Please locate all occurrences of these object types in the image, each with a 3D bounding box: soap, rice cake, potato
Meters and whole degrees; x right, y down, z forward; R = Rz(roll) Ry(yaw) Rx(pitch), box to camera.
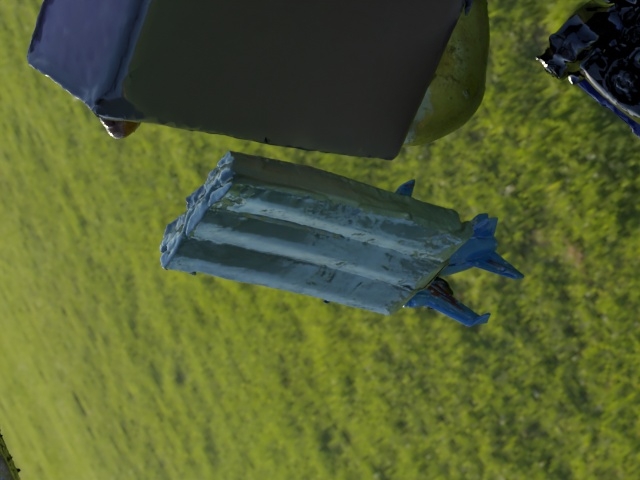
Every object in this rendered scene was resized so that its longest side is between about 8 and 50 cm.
[{"bbox_3d":[-0.008,-0.207,0.728,0.107,0.285,0.296,34,108,36],"label":"soap"},{"bbox_3d":[0.000,0.000,0.876,0.124,0.211,0.038,-48,36,38],"label":"rice cake"},{"bbox_3d":[0.094,-0.169,1.006,0.085,0.105,0.188,158,122,-72],"label":"potato"}]

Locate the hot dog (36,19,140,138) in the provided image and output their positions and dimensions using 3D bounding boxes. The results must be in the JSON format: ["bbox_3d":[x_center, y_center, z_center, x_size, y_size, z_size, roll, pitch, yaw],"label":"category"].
[{"bbox_3d":[-0.318,-0.236,1.635,0.215,0.066,0.047,60,168,-28],"label":"hot dog"}]

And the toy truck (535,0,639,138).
[{"bbox_3d":[0.303,-0.175,0.947,0.161,0.177,0.213,44,143,13],"label":"toy truck"}]

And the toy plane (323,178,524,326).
[{"bbox_3d":[0.102,0.022,1.421,0.254,0.271,0.105,-113,17,-44],"label":"toy plane"}]

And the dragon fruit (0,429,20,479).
[{"bbox_3d":[-0.443,0.209,1.216,0.283,0.204,0.221,63,164,11],"label":"dragon fruit"}]
